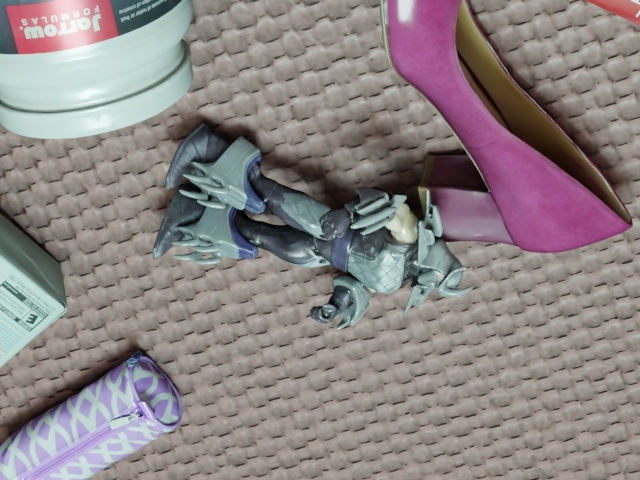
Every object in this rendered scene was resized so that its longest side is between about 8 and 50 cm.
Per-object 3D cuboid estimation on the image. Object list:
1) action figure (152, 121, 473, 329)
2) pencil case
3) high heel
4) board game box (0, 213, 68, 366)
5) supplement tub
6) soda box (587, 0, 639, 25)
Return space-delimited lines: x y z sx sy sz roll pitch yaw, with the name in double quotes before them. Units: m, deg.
"action figure" 0.000 0.000 1.449 0.285 0.099 0.185 18 137 8
"pencil case" -0.230 0.194 1.597 0.206 0.088 0.086 -34 110 21
"high heel" 0.157 -0.147 1.361 0.181 0.127 0.377 -2 134 15
"board game box" -0.418 0.074 1.486 0.303 0.097 0.224 -40 120 10
"supplement tub" -0.208 -0.238 1.293 0.191 0.191 0.272 -7 118 7
"soda box" 0.330 -0.201 1.341 0.263 0.092 0.083 23 119 -10
